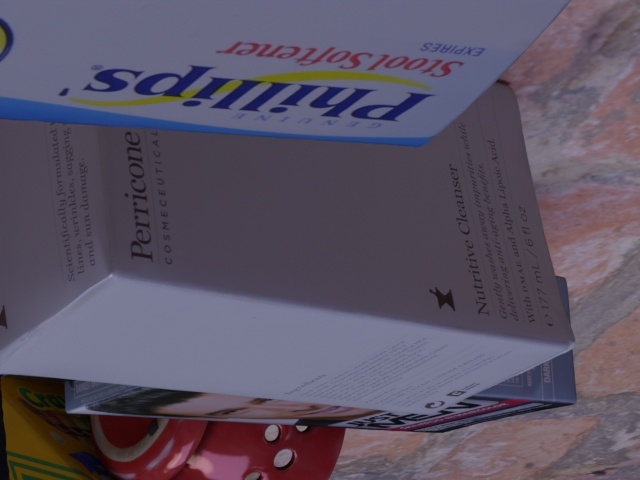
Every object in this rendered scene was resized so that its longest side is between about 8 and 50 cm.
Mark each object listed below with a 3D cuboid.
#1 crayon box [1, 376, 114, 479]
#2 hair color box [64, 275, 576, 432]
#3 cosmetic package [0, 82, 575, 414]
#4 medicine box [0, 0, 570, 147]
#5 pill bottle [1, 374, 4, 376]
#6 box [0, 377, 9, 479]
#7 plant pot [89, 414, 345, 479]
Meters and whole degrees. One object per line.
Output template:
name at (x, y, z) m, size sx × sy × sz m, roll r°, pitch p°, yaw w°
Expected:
crayon box at (-0.208, 0.228, 1.532) m, size 0.083 × 0.323 × 0.203 m, roll -53°, pitch 158°, yaw 7°
hair color box at (0.003, 0.082, 1.340) m, size 0.374 × 0.114 × 0.185 m, roll 8°, pitch 162°, yaw -33°
cosmetic package at (-0.032, -0.017, 1.104) m, size 0.385 × 0.217 × 0.156 m, roll 9°, pitch 150°, yaw -41°
medicine box at (-0.068, -0.194, 0.590) m, size 0.263 × 0.289 × 0.149 m, roll 2°, pitch 154°, yaw -26°
pill bottle at (-0.281, 0.070, 1.346) m, size 0.094 × 0.094 × 0.169 m, roll 12°, pitch 148°, yaw -41°
box at (-0.393, 0.087, 1.068) m, size 0.343 × 0.312 × 0.179 m, roll 9°, pitch 150°, yaw -36°
plant pot at (-0.099, 0.151, 1.484) m, size 0.174 × 0.191 × 0.191 m, roll 16°, pitch 146°, yaw -38°
